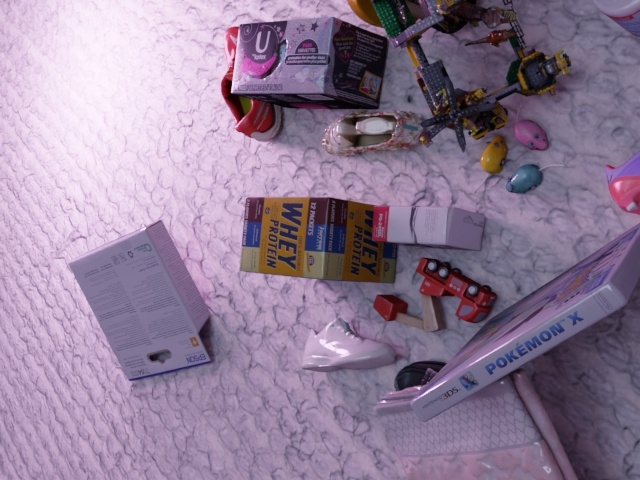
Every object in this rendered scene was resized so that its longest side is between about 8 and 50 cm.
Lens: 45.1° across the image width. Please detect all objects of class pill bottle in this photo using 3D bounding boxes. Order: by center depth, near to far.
[{"bbox_3d":[0.435,-0.323,1.035,0.087,0.160,0.087,-6,81,42],"label":"pill bottle"}]

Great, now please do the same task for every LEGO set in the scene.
[{"bbox_3d":[0.217,-0.307,1.100,0.255,0.192,0.331,-19,98,-1],"label":"LEGO set"}]

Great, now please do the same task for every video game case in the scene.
[{"bbox_3d":[0.292,0.096,1.014,0.300,0.329,0.036,-40,83,32],"label":"video game case"}]

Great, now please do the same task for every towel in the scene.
[{"bbox_3d":[0.233,0.354,1.113,0.332,0.053,0.317,-30,83,55],"label":"towel"}]

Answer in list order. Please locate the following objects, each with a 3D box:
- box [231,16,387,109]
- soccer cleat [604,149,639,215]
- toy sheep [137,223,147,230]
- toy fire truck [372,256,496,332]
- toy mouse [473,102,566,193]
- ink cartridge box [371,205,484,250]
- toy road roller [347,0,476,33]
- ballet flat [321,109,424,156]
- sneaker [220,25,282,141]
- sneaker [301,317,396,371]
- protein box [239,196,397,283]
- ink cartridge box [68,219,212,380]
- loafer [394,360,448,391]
[{"bbox_3d":[-0.025,-0.331,1.451,0.247,0.163,0.142,9,93,42],"label":"box"},{"bbox_3d":[0.493,-0.126,1.020,0.248,0.083,0.095,-39,49,32],"label":"soccer cleat"},{"bbox_3d":[-0.405,0.012,1.815,0.091,0.091,0.132,-51,50,26],"label":"toy sheep"},{"bbox_3d":[0.188,0.103,1.288,0.192,0.047,0.135,33,108,39],"label":"toy fire truck"},{"bbox_3d":[0.315,-0.132,1.209,0.143,0.031,0.161,25,102,41],"label":"toy mouse"},{"bbox_3d":[0.177,-0.021,1.269,0.150,0.109,0.063,4,87,43],"label":"ink cartridge box"},{"bbox_3d":[0.147,-0.524,1.301,0.240,0.203,0.329,35,109,51],"label":"toy road roller"},{"bbox_3d":[0.078,-0.203,1.404,0.241,0.077,0.091,-3,84,43],"label":"ballet flat"},{"bbox_3d":[-0.159,-0.339,1.605,0.107,0.118,0.279,-32,65,35],"label":"sneaker"},{"bbox_3d":[0.046,0.185,1.396,0.212,0.080,0.094,-12,66,42],"label":"sneaker"},{"bbox_3d":[0.000,0.000,1.367,0.201,0.200,0.135,3,88,42],"label":"protein box"},{"bbox_3d":[-0.404,0.147,1.775,0.324,0.071,0.330,-18,102,40],"label":"ink cartridge box"},{"bbox_3d":[0.225,0.272,1.202,0.303,0.095,0.109,25,104,41],"label":"loafer"}]
